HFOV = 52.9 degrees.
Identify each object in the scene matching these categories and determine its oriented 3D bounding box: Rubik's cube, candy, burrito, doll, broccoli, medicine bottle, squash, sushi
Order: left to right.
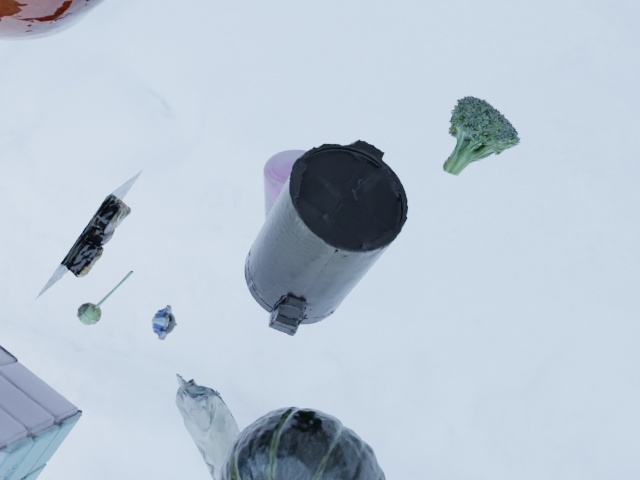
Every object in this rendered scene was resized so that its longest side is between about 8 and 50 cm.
[{"bbox_3d":[-0.503,0.273,0.844,0.221,0.224,0.231,36,88,4],"label":"Rubik's cube"},{"bbox_3d":[-0.307,0.001,0.888,0.031,0.139,0.201,38,110,-9],"label":"sushi"},{"bbox_3d":[-0.543,0.141,1.631,0.202,0.061,0.061,-43,60,15],"label":"candy"},{"bbox_3d":[-0.428,0.226,1.760,0.070,0.195,0.096,12,77,-13],"label":"doll"},{"bbox_3d":[-0.249,0.510,1.605,0.101,0.139,0.445,-20,101,19],"label":"burrito"},{"bbox_3d":[-0.068,-0.090,1.788,0.178,0.291,0.178,1,45,-1],"label":"medicine bottle"},{"bbox_3d":[-0.026,0.369,0.947,0.252,0.252,0.165,-4,24,19],"label":"squash"},{"bbox_3d":[0.359,-0.246,1.551,0.194,0.194,0.220,-29,36,8],"label":"broccoli"}]

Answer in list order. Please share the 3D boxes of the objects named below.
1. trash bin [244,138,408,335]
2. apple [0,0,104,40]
[{"bbox_3d":[0.000,0.000,1.106,0.203,0.301,0.252,23,56,-8],"label":"trash bin"},{"bbox_3d":[-0.291,-0.359,0.594,0.348,0.277,0.348,-33,37,29],"label":"apple"}]
